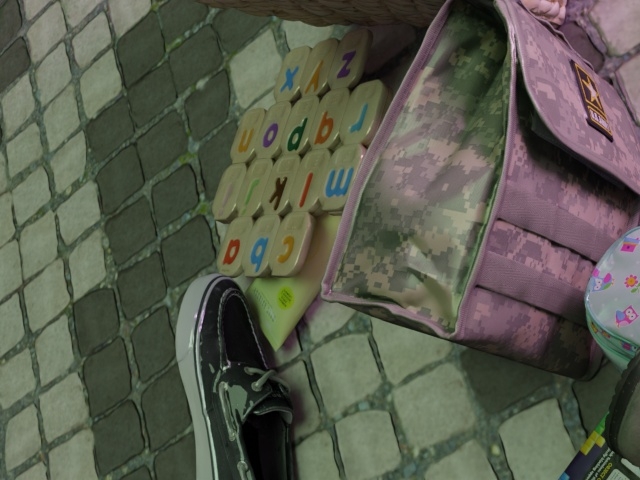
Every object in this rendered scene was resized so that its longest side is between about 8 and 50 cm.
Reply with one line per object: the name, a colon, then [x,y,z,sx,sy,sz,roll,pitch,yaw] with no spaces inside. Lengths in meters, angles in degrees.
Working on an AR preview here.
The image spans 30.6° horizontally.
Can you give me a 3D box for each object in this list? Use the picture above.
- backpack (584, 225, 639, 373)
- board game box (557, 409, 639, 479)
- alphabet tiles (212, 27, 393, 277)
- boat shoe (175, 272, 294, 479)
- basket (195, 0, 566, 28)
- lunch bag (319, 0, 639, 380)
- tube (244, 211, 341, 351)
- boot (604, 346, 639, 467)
backpack: [0.293,0.066,0.892,0.152,0.115,0.182,-47,45,-13]
board game box: [0.259,0.219,0.931,0.141,0.048,0.170,42,102,40]
alphabet tiles: [-0.026,-0.089,1.259,0.284,0.021,0.277,-3,67,56]
boat shoe: [-0.075,0.171,1.197,0.102,0.108,0.301,-21,64,34]
basket: [0.044,-0.343,1.090,0.328,0.331,0.266,7,97,32]
lunch bag: [0.161,-0.047,0.984,0.169,0.235,0.287,14,85,40]
tube: [0.000,0.000,1.231,0.240,0.062,0.070,-53,4,17]
boot: [0.304,0.085,0.741,0.246,0.083,0.161,-54,51,14]
